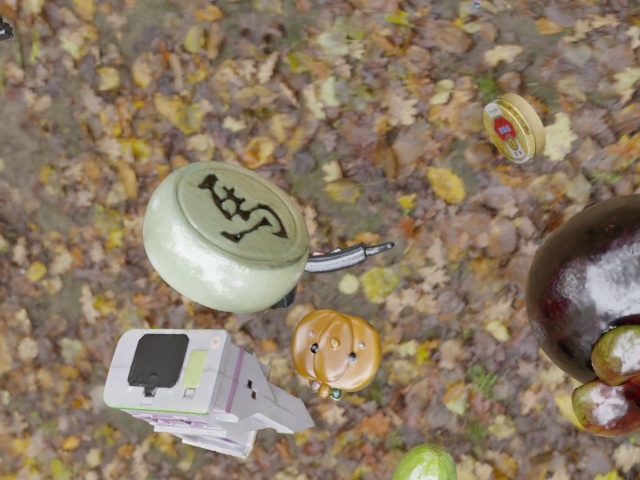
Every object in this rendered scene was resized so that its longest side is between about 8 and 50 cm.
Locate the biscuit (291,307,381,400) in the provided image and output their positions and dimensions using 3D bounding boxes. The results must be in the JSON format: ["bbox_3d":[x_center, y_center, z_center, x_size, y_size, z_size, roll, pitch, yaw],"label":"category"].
[{"bbox_3d":[0.024,0.208,1.865,0.170,0.050,0.170,-2,80,11],"label":"biscuit"}]

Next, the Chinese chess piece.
[{"bbox_3d":[-0.136,-0.009,1.524,0.250,0.250,0.101,40,126,12],"label":"Chinese chess piece"}]

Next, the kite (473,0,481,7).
[{"bbox_3d":[0.203,-0.325,1.246,0.122,0.004,0.090,10,112,-4],"label":"kite"}]

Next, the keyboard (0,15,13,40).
[{"bbox_3d":[-0.372,-0.177,0.930,0.196,0.060,0.018,-10,76,20],"label":"keyboard"}]

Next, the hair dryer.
[{"bbox_3d":[0.000,0.000,1.813,0.272,0.091,0.235,-6,113,6],"label":"hair dryer"}]

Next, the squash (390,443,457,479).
[{"bbox_3d":[0.167,0.526,1.904,0.118,0.118,0.370,24,123,19],"label":"squash"}]

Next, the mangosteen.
[{"bbox_3d":[0.549,0.131,1.751,0.382,0.382,0.435,-27,58,28],"label":"mangosteen"}]

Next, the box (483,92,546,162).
[{"bbox_3d":[0.289,-0.168,1.538,0.037,0.105,0.105,-33,85,-14],"label":"box"}]

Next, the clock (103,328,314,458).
[{"bbox_3d":[-0.173,0.262,1.760,0.235,0.309,0.166,-3,63,34],"label":"clock"}]
